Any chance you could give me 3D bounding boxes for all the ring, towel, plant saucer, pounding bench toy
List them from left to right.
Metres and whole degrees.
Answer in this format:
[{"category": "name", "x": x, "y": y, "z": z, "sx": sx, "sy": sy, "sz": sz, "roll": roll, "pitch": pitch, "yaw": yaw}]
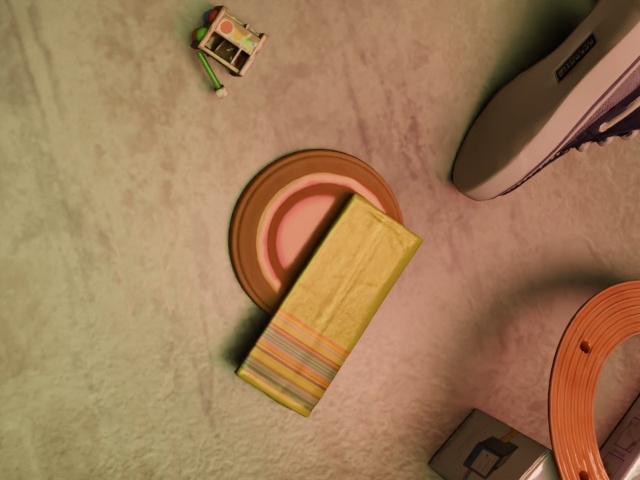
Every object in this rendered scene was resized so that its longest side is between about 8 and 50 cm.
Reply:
[{"category": "pounding bench toy", "x": -0.108, "y": -0.200, "z": 1.681, "sx": 0.065, "sy": 0.052, "sz": 0.083, "roll": 33, "pitch": 88, "yaw": -16}, {"category": "plant saucer", "x": 0.000, "y": 0.000, "z": 1.742, "sx": 0.199, "sy": 0.037, "sz": 0.200, "roll": -2, "pitch": 97, "yaw": -14}, {"category": "towel", "x": 0.009, "y": 0.071, "z": 1.725, "sx": 0.102, "sy": 0.021, "sz": 0.237, "roll": 34, "pitch": 87, "yaw": -21}, {"category": "ring", "x": 0.367, "y": 0.208, "z": 1.704, "sx": 0.336, "sy": 0.032, "sz": 0.337, "roll": 11, "pitch": 69, "yaw": -31}]

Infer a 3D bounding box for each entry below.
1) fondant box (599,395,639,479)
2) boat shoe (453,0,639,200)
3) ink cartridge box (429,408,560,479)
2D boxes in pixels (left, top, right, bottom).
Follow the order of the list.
[{"category": "fondant box", "x": 0.463, "y": 0.276, "z": 1.865, "sx": 0.238, "sy": 0.096, "sz": 0.330, "roll": 37, "pitch": 86, "yaw": -15}, {"category": "boat shoe", "x": 0.303, "y": -0.137, "z": 1.705, "sx": 0.158, "sy": 0.127, "sz": 0.340, "roll": 26, "pitch": 129, "yaw": -26}, {"category": "ink cartridge box", "x": 0.232, "y": 0.285, "z": 1.745, "sx": 0.154, "sy": 0.212, "sz": 0.093, "roll": 43, "pitch": 85, "yaw": -15}]
